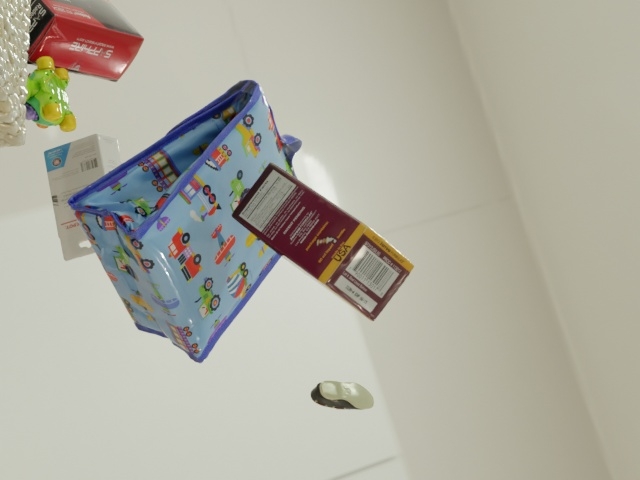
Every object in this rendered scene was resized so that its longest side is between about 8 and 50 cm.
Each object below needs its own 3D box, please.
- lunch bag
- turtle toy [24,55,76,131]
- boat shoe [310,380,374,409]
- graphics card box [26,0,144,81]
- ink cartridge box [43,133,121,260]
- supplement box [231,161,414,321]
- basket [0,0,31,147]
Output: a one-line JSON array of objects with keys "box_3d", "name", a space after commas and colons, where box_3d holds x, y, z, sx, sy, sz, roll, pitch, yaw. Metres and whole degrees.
[{"box_3d": [-0.125, -0.039, 1.671, 0.138, 0.293, 0.221, 24, -32, 40], "name": "lunch bag"}, {"box_3d": [-0.389, -0.200, 1.886, 0.130, 0.066, 0.095, 40, 37, -70], "name": "turtle toy"}, {"box_3d": [0.041, 0.291, 2.555, 0.042, 0.133, 0.049, -35, -129, 43], "name": "boat shoe"}, {"box_3d": [-0.454, -0.398, 2.035, 0.371, 0.232, 0.094, 46, -72, 20], "name": "graphics card box"}, {"box_3d": [-0.358, -0.064, 2.126, 0.104, 0.060, 0.180, -15, -100, 22], "name": "ink cartridge box"}, {"box_3d": [0.000, 0.000, 1.537, 0.188, 0.081, 0.104, 35, -3, 45], "name": "supplement box"}, {"box_3d": [-0.516, -0.280, 1.593, 0.328, 0.331, 0.267, 100, -11, -69], "name": "basket"}]
